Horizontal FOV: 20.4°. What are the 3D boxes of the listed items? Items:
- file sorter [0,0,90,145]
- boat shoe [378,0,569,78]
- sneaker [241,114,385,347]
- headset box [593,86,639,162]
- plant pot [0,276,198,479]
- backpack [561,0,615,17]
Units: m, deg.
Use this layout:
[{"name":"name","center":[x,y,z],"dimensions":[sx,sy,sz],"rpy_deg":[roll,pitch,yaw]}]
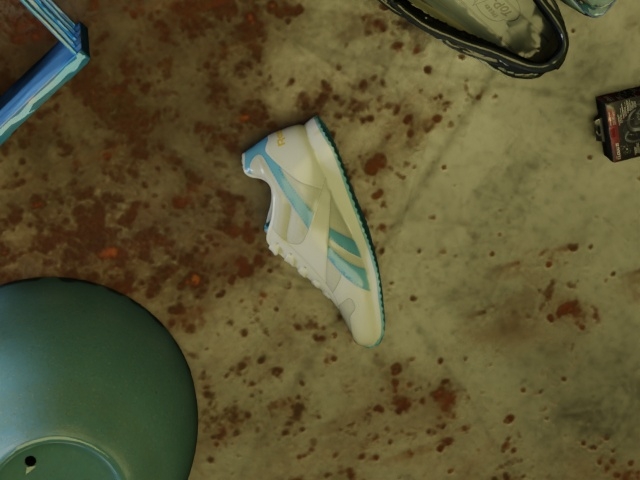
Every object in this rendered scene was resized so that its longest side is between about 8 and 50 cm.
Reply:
[{"name":"file sorter","center":[-0.276,-0.166,1.530],"dimensions":[0.118,0.170,0.104],"rpy_deg":[-42,106,4]},{"name":"boat shoe","center":[0.096,-0.259,1.597],"dimensions":[0.127,0.113,0.340],"rpy_deg":[-45,110,6]},{"name":"sneaker","center":[0.000,0.000,1.684],"dimensions":[0.092,0.087,0.229],"rpy_deg":[-20,103,4]},{"name":"headset box","center":[0.307,-0.115,1.726],"dimensions":[0.083,0.032,0.062],"rpy_deg":[-14,109,-5]},{"name":"plant pot","center":[-0.247,0.201,1.637],"dimensions":[0.290,0.195,0.290],"rpy_deg":[-3,108,-10]},{"name":"backpack","center":[0.244,-0.275,1.636],"dimensions":[0.114,0.084,0.105],"rpy_deg":[39,95,-16]}]
